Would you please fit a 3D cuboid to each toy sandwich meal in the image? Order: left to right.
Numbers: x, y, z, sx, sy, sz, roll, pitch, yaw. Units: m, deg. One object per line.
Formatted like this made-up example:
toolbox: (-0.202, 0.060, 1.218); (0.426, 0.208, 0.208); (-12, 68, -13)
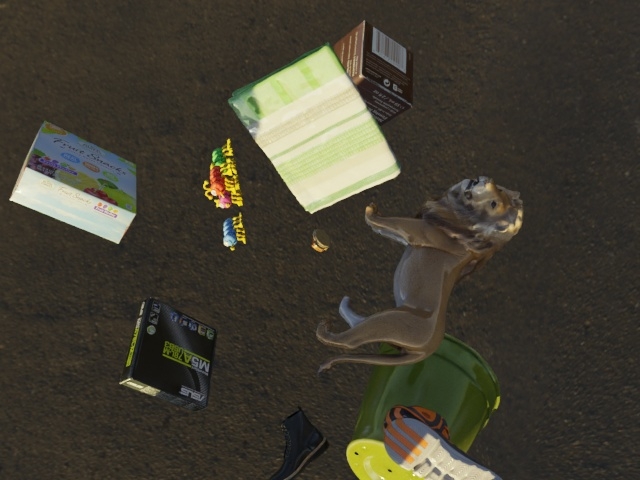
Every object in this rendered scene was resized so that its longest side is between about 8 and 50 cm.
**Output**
toy sandwich meal: (0.000, 0.000, 1.954); (0.029, 0.086, 0.085); (-40, 57, 35)

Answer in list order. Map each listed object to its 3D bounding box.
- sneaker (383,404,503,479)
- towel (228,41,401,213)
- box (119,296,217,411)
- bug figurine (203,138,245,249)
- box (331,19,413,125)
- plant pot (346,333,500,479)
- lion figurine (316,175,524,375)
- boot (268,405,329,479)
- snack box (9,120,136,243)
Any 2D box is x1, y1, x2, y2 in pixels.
sneaker: (0.264, 0.440, 1.145); (0.321, 0.180, 0.124); (44, 99, 3)
towel: (-0.002, -0.103, 0.554); (0.113, 0.152, 0.023); (-23, 35, 19)
box: (-0.307, 0.238, 1.188); (0.045, 0.191, 0.184); (-29, 42, 30)
bug figurine: (-0.248, -0.121, 1.482); (0.072, 0.279, 0.216); (-7, 49, -3)
box: (0.098, -0.381, 1.388); (0.203, 0.169, 0.166); (-24, 54, 48)
plant pot: (0.248, 0.486, 1.528); (0.367, 0.366, 0.353); (20, 42, 23)
lion figurine: (0.162, 0.066, 0.917); (0.240, 0.142, 0.392); (18, 78, 17)
boot: (-0.090, 0.559, 1.540); (0.198, 0.077, 0.137); (-35, 90, -31)
snack box: (-0.404, -0.102, 0.961); (0.070, 0.175, 0.207); (-54, 31, 16)
